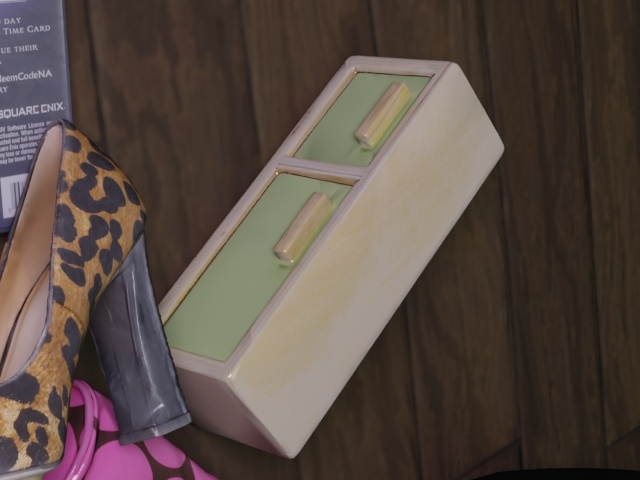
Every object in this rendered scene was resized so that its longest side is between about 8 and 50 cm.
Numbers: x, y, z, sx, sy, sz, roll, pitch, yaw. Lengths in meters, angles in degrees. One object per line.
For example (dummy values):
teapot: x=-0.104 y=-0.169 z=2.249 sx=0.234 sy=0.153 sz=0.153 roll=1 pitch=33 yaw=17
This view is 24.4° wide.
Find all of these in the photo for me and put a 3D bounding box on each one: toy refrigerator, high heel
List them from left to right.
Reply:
high heel: x=-0.175 y=0.034 z=0.749 sx=0.261 sy=0.093 sz=0.186 roll=-13 pitch=85 yaw=-59
toy refrigerator: x=0.000 y=0.000 z=0.974 sx=0.269 sy=0.102 sz=0.094 roll=-53 pitch=130 yaw=-23

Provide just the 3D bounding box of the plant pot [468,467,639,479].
plant pot: x=0.164 y=0.267 z=1.142 sx=0.188 sy=0.167 sz=0.187 roll=-5 pitch=102 yaw=-44

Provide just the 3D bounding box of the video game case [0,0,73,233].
video game case: x=-0.221 y=-0.131 z=0.783 sx=0.196 sy=0.026 sz=0.274 roll=-14 pitch=106 yaw=-43

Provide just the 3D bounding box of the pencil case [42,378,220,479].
pencil case: x=-0.107 y=0.172 z=0.906 sx=0.209 sy=0.095 sz=0.098 roll=43 pitch=59 yaw=-37
